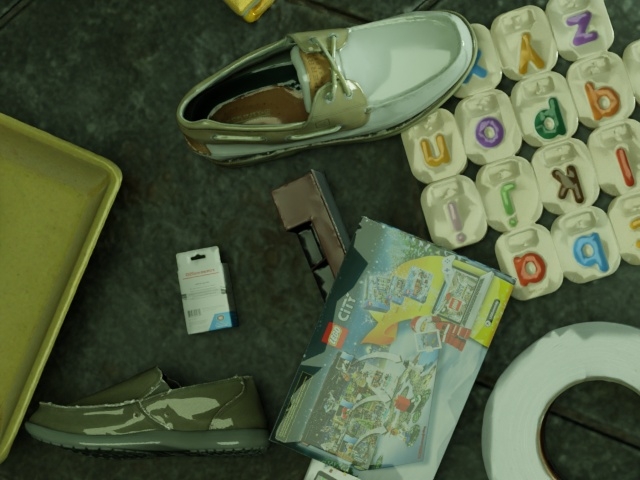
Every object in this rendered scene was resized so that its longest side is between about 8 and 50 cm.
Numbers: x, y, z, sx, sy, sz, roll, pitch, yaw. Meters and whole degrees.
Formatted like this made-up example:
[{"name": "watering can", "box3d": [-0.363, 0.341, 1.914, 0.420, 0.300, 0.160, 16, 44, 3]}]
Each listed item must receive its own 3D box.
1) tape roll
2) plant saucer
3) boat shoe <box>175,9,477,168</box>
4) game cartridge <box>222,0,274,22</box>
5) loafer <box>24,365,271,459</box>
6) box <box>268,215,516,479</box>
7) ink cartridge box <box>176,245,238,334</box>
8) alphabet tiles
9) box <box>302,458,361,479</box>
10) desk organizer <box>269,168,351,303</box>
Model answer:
[{"name": "tape roll", "box3d": [0.263, 0.185, 1.423, 0.219, 0.072, 0.219, -1, 86, 12]}, {"name": "plant saucer", "box3d": [-0.395, 0.019, 1.574, 0.333, 0.081, 0.332, 24, 91, 13]}, {"name": "boat shoe", "box3d": [0.005, -0.148, 1.472, 0.302, 0.103, 0.113, -22, 75, 13]}, {"name": "game cartridge", "box3d": [-0.086, -0.432, 1.550, 0.285, 0.053, 0.323, -45, 77, 7]}, {"name": "loafer", "box3d": [-0.171, 0.172, 1.519, 0.251, 0.094, 0.087, 0, 75, 8]}, {"name": "box", "box3d": [0.069, 0.113, 1.439, 0.159, 0.044, 0.233, 23, 92, 7]}, {"name": "ink cartridge box", "box3d": [-0.115, 0.051, 1.535, 0.048, 0.028, 0.083, -10, 85, 12]}, {"name": "alphabet tiles", "box3d": [0.228, -0.095, 1.472, 0.284, 0.021, 0.278, -18, 81, 11]}, {"name": "box", "box3d": [0.057, 0.203, 1.485, 0.114, 0.036, 0.207, 22, 92, 13]}, {"name": "desk organizer", "box3d": [0.000, 0.000, 1.504, 0.050, 0.047, 0.130, -24, 82, 12]}]
